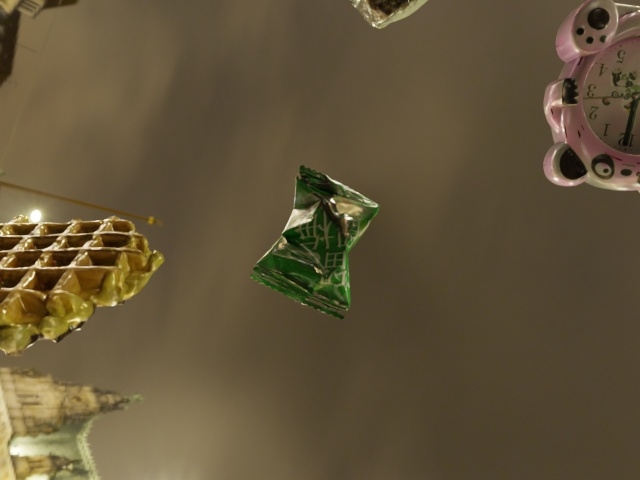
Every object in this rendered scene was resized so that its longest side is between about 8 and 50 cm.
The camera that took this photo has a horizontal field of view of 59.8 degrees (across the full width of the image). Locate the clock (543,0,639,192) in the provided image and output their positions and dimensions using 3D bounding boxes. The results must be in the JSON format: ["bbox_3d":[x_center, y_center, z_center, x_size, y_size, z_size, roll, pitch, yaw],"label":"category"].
[{"bbox_3d":[0.422,-0.187,0.754,0.227,0.090,0.248,10,-81,5],"label":"clock"}]

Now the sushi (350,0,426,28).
[{"bbox_3d":[0.178,-0.545,1.055,0.343,0.196,0.182,-32,-83,10],"label":"sushi"}]

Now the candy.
[{"bbox_3d":[0.002,0.002,0.815,0.141,0.078,0.203,16,-117,13],"label":"candy"}]

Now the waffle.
[{"bbox_3d":[-0.352,0.033,0.675,0.300,0.281,0.058,10,-62,19],"label":"waffle"}]
